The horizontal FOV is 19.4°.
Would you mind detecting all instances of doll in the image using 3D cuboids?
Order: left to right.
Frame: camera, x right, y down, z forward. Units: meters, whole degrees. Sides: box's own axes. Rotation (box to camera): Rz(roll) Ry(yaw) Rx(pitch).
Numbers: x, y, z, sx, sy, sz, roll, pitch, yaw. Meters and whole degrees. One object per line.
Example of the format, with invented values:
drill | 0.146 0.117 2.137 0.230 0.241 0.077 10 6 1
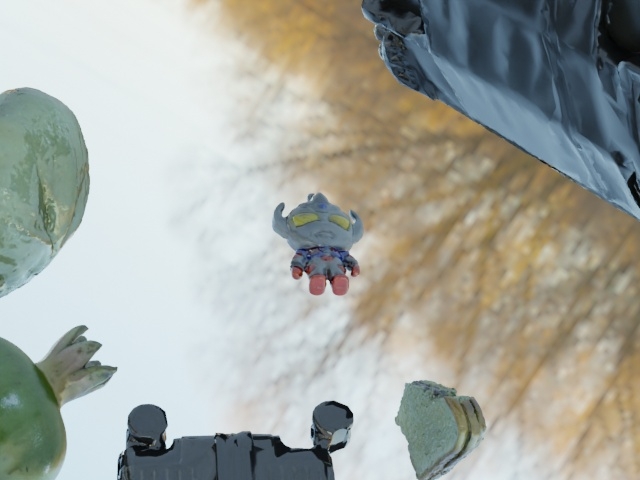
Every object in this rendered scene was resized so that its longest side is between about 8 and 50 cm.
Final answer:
doll | -0.001 -0.001 2.189 0.194 0.104 0.062 -99 -5 -56

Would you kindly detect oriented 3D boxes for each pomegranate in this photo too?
pomegranate | -0.305 0.164 1.807 0.187 0.225 0.187 50 159 28

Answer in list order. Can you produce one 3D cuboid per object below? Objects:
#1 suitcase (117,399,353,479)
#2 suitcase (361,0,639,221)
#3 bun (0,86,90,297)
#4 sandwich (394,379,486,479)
suitcase | -0.053 0.299 1.173 0.152 0.229 0.335 0 -129 -6
suitcase | 0.191 -0.184 1.372 0.434 0.194 0.283 39 155 46
bun | -0.253 -0.023 1.465 0.118 0.195 0.195 43 -172 -3
sandwich | 0.113 0.170 1.781 0.036 0.105 0.093 -7 -112 -33
